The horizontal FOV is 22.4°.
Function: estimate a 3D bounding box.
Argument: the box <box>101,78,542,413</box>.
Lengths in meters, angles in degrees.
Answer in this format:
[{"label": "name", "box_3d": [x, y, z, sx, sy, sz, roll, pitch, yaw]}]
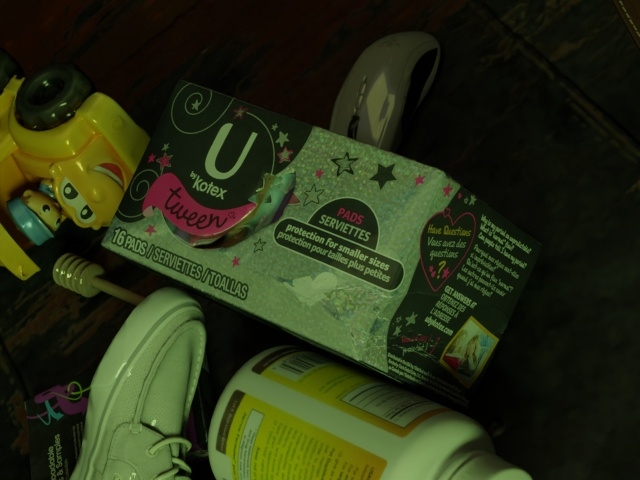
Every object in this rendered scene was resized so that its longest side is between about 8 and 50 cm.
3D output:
[{"label": "box", "box_3d": [0.000, 0.000, 1.147, 0.247, 0.163, 0.142, 21, 84, 36]}]

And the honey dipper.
[{"label": "honey dipper", "box_3d": [-0.160, 0.047, 1.338, 0.161, 0.030, 0.030, 22, 74, 37]}]

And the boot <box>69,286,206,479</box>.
[{"label": "boot", "box_3d": [-0.110, 0.172, 1.152, 0.123, 0.095, 0.258, 26, 103, 33]}]

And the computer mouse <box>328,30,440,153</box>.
[{"label": "computer mouse", "box_3d": [0.033, -0.097, 1.296, 0.106, 0.042, 0.193, 9, 66, 38]}]

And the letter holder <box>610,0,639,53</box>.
[{"label": "letter holder", "box_3d": [0.338, -0.118, 1.038, 0.214, 0.152, 0.302, -35, 47, 12]}]

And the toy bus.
[{"label": "toy bus", "box_3d": [-0.269, -0.039, 1.362, 0.220, 0.149, 0.211, 14, 58, 37]}]

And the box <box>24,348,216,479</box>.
[{"label": "box", "box_3d": [-0.157, 0.145, 1.268, 0.162, 0.029, 0.116, -25, 50, 16]}]

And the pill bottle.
[{"label": "pill bottle", "box_3d": [0.035, 0.153, 1.076, 0.215, 0.117, 0.117, 20, 73, 41]}]
